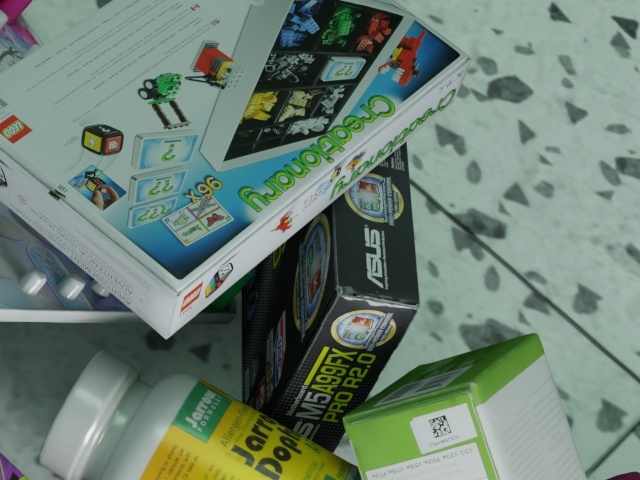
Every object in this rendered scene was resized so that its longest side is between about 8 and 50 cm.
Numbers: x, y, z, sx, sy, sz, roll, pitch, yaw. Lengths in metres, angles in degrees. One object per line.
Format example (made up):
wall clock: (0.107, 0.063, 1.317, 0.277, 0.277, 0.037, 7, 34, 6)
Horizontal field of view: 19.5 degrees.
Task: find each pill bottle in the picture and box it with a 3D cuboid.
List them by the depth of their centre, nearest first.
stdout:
pill bottle: (-0.076, 0.160, 1.238, 0.208, 0.117, 0.117, 29, 47, 2)

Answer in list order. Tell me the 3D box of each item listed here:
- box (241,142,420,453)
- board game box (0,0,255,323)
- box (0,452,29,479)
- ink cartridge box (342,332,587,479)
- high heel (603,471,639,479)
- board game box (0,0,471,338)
box: (0.000, 0.000, 1.338, 0.060, 0.216, 0.270, 10, 50, -15)
board game box: (-0.257, -0.104, 1.302, 0.390, 0.050, 0.390, 52, 22, 22)
box: (-0.245, 0.166, 1.186, 0.162, 0.029, 0.116, 43, 38, -2)
ink cartridge box: (0.124, 0.208, 1.258, 0.189, 0.097, 0.255, -20, 92, -69)
high heel: (0.264, 0.277, 1.333, 0.117, 0.082, 0.244, -17, 70, -1)
board game box: (-0.067, -0.089, 1.212, 0.193, 0.053, 0.305, 39, 52, 15)
